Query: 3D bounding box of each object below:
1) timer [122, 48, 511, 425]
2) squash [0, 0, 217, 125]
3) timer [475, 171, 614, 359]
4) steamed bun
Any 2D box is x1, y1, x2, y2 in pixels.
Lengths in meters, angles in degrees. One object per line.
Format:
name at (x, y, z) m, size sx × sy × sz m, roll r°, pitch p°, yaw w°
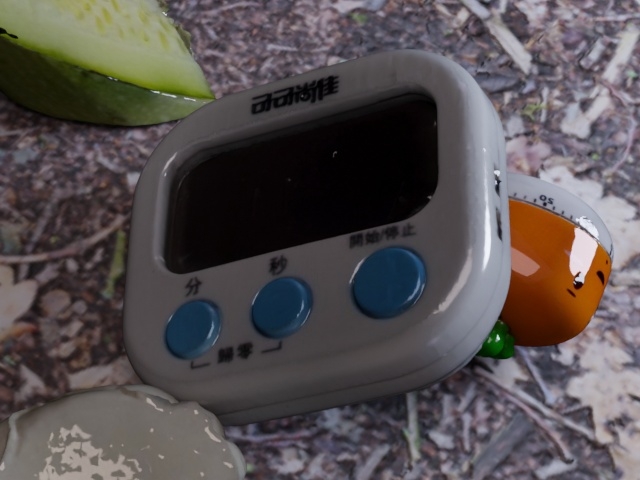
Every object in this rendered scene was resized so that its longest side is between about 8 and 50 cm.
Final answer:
timer at (0.000, 0.000, 1.144) m, size 0.262 × 0.087 × 0.237 m, roll -13°, pitch 53°, yaw 22°
squash at (-0.210, -0.189, 1.262) m, size 0.204 × 0.155 × 0.237 m, roll -25°, pitch 61°, yaw -16°
timer at (0.124, 0.023, 1.177) m, size 0.136 × 0.099 × 0.136 m, roll -7°, pitch 46°, yaw 8°
steamed bun at (-0.127, 0.177, 1.061) m, size 0.183 × 0.106 × 0.182 m, roll 3°, pitch 61°, yaw -4°
